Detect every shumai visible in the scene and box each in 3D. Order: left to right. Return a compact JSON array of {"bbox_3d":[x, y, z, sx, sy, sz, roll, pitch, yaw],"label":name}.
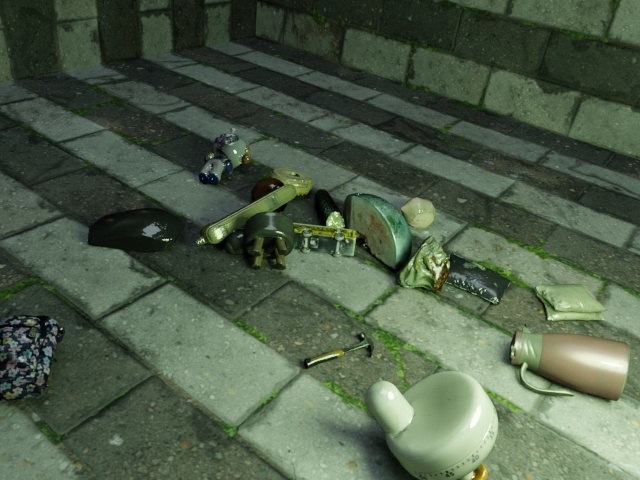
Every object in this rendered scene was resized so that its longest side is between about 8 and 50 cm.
[{"bbox_3d":[0.335,0.084,1.673,0.142,0.184,0.184,42,42,9],"label":"shumai"}]

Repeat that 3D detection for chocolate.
[{"bbox_3d":[-0.189,-0.161,1.979,0.132,0.128,0.124,6,0,20],"label":"chocolate"}]

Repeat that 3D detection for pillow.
[{"bbox_3d":[0.477,0.117,1.719,0.208,0.055,0.141,23,46,23],"label":"pillow"},{"bbox_3d":[0.748,0.181,1.651,0.181,0.078,0.134,3,33,-9],"label":"pillow"}]

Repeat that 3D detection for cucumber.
[{"bbox_3d":[0.023,-0.114,1.961,0.074,0.075,0.241,-3,33,-16],"label":"cucumber"}]

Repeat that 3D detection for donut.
[{"bbox_3d":[-0.110,-0.220,2.080,0.174,0.068,0.175,13,20,-5],"label":"donut"}]

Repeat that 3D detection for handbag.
[{"bbox_3d":[-0.693,0.253,1.216,0.228,0.127,0.208,-8,36,-8],"label":"handbag"}]

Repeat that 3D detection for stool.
[{"bbox_3d":[-0.173,0.014,1.686,0.153,0.227,0.139,34,40,-39],"label":"stool"}]

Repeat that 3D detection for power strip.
[{"bbox_3d":[-0.247,-0.083,1.792,0.387,0.066,0.092,-34,13,-29],"label":"power strip"}]

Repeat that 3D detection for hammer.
[{"bbox_3d":[0.050,0.288,1.402,0.200,0.021,0.078,-13,39,-28],"label":"hammer"}]

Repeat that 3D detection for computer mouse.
[{"bbox_3d":[-0.577,-0.046,1.723,0.295,0.087,0.168,3,37,-3],"label":"computer mouse"}]

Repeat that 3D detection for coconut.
[{"bbox_3d":[0.344,-0.100,1.974,0.124,0.110,0.110,7,33,-13],"label":"coconut"}]

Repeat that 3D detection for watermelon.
[{"bbox_3d":[0.206,-0.070,1.823,0.175,0.188,0.321,-21,44,-34],"label":"watermelon"}]

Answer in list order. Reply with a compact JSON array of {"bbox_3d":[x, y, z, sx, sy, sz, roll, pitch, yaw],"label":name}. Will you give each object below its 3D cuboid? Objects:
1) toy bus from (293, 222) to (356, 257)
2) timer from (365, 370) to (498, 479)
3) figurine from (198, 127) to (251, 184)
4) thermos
[{"bbox_3d":[0.000,0.000,1.782,0.226,0.081,0.074,5,28,2],"label":"toy bus"},{"bbox_3d":[0.232,0.363,1.130,0.233,0.240,0.233,-33,18,12],"label":"timer"},{"bbox_3d":[-0.390,-0.321,2.152,0.193,0.133,0.274,18,47,36],"label":"figurine"},{"bbox_3d":[0.613,0.310,1.390,0.264,0.146,0.177,10,58,18],"label":"thermos"}]
